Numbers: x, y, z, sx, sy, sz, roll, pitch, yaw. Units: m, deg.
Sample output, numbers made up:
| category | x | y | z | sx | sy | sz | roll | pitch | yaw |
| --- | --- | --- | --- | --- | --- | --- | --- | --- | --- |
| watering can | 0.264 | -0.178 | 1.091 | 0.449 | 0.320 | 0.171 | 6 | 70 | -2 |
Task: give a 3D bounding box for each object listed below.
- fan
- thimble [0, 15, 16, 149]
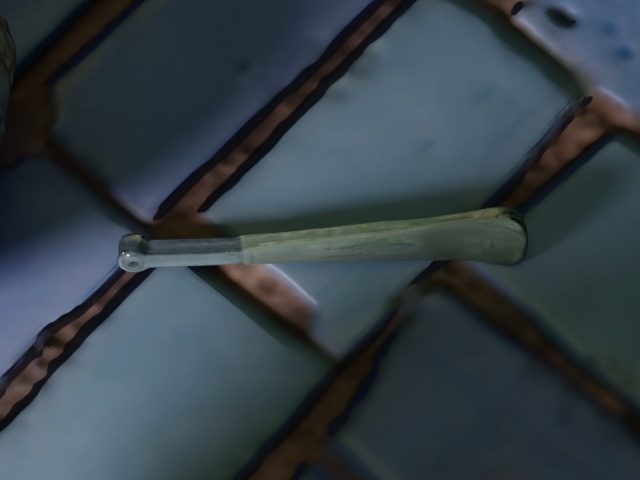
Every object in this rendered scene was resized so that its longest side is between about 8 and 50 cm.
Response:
| category | x | y | z | sx | sy | sz | roll | pitch | yaw |
| --- | --- | --- | --- | --- | --- | --- | --- | --- | --- |
| fan | 0.000 | 0.000 | 0.912 | 0.193 | 0.038 | 0.016 | -3 | 54 | 4 |
| thimble | -0.237 | -0.042 | 0.883 | 0.190 | 0.137 | 0.143 | -1 | 65 | 14 |
